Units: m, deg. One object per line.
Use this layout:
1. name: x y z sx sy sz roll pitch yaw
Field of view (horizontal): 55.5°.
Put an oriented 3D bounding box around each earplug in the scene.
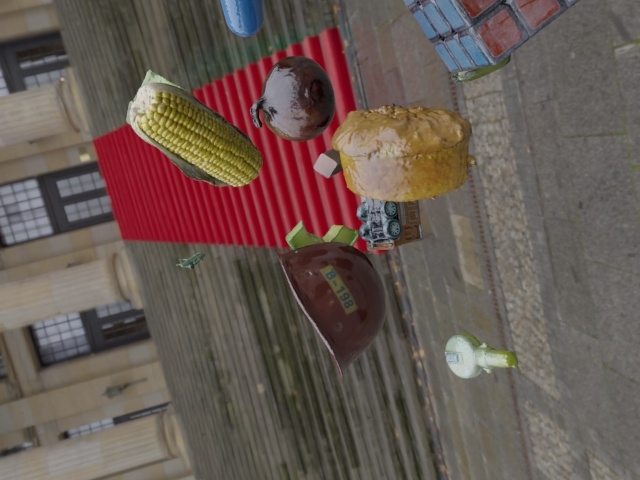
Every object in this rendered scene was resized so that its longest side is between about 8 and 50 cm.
1. earplug: -0.208 -0.649 1.573 0.273 0.133 0.132 87 167 -58

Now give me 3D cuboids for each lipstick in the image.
1. lipstick: 0.033 -0.178 1.365 0.045 0.045 0.145 35 -156 7

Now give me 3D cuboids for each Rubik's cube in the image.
1. Rubik's cube: 0.382 -0.594 1.387 0.305 0.304 0.301 54 -178 -12

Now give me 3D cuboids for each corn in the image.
1. corn: -0.241 -0.204 1.224 0.305 0.122 0.123 33 -137 -46

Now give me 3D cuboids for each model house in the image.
1. model house: -0.525 -0.417 2.036 0.195 0.189 0.214 33 171 5

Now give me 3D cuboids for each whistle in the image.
1. whistle: 0.353 0.262 1.361 0.198 0.057 0.104 -10 87 62

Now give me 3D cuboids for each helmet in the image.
1. helmet: 0.059 0.151 1.613 0.384 0.230 0.337 59 174 11

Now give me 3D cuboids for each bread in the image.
1. bread: 0.122 -0.133 0.978 0.139 0.229 0.143 -46 -48 -46

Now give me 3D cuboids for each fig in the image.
1. fig: -0.068 -0.388 1.689 0.215 0.235 0.234 16 -135 -43

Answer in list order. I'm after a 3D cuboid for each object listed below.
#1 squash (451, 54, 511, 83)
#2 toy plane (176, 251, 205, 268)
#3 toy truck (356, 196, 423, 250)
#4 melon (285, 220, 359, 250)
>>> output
1. squash: 0.485 -0.518 1.828 0.052 0.184 0.052 -21 -90 -78
2. toy plane: -0.351 0.057 1.673 0.080 0.083 0.033 7 115 50
3. toy truck: 0.202 -0.131 1.760 0.136 0.162 0.305 -6 92 57
4. melon: 0.000 0.000 1.795 0.064 0.210 0.117 -154 77 -70
